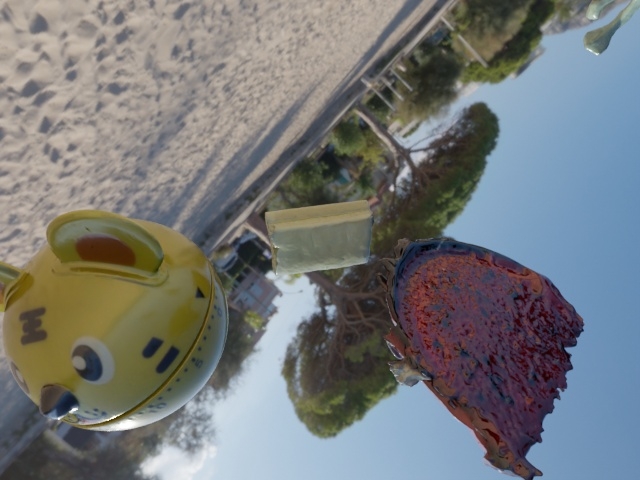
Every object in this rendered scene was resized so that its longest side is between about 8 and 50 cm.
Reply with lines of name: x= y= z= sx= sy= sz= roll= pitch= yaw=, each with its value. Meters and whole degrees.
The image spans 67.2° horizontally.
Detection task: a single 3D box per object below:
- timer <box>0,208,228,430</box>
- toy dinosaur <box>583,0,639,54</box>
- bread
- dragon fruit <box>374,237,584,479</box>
timer: x=-0.342 y=0.112 z=0.758 sx=0.376 sy=0.387 sz=0.376 roll=-14 pitch=-129 yaw=18
toy dinosaur: x=0.440 y=-0.306 z=0.570 sx=0.392 sy=0.092 sz=0.205 roll=-23 pitch=160 yaw=-14
bread: x=0.000 y=0.000 z=0.834 sx=0.178 sy=0.140 sz=0.060 roll=-9 pitch=-138 yaw=-6
dragon fruit: x=0.196 y=0.110 z=0.643 sx=0.343 sy=0.282 sz=0.100 roll=-29 pitch=163 yaw=-45
